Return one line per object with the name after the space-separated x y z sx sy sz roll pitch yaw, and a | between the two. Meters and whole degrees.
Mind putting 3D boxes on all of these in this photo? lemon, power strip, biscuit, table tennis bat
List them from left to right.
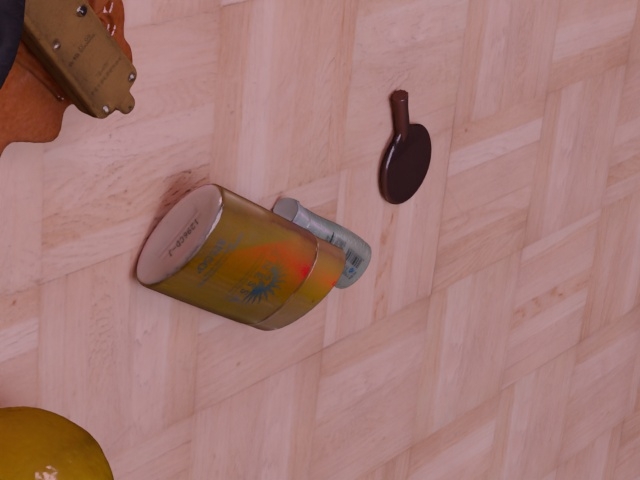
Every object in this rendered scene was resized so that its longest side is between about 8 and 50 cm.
-0.280 -0.178 1.461 0.306 0.043 0.284 -51 143 -24 | biscuit
-0.287 0.251 1.562 0.178 0.203 0.178 2 90 -68 | lemon
-0.248 -0.211 1.415 0.064 0.044 0.305 -55 142 -17 | power strip
0.148 -0.104 2.057 0.107 0.119 0.170 -44 142 -33 | table tennis bat

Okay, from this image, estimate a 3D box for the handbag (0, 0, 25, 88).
-0.368 -0.178 1.208 0.254 0.181 0.181 -4 112 -52 | handbag

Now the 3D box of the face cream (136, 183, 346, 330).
-0.084 0.028 1.831 0.139 0.067 0.285 -48 149 10 | face cream

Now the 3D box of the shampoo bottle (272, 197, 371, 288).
0.000 0.000 1.972 0.069 0.041 0.190 -50 145 1 | shampoo bottle
